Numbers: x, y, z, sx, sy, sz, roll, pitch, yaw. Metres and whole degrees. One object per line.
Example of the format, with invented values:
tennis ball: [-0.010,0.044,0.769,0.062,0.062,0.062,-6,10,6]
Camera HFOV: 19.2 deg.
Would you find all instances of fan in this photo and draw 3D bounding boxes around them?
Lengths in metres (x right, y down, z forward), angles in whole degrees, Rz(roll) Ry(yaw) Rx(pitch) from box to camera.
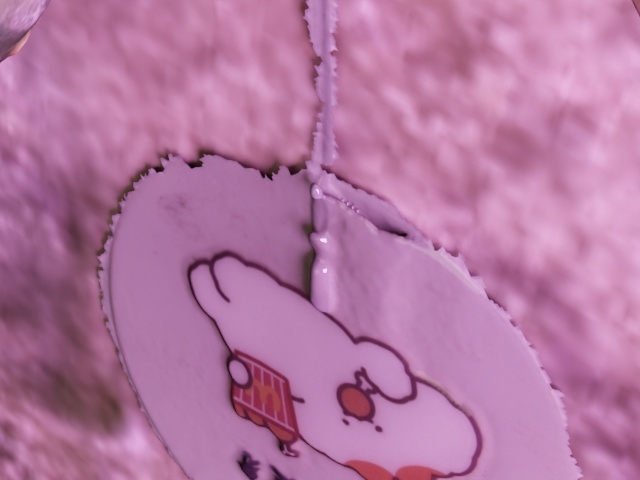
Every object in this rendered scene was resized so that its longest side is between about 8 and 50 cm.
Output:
fan: [-0.001,0.000,0.555,0.191,0.009,0.329,26,135,28]

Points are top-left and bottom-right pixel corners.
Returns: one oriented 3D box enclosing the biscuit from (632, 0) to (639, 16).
biscuit: [0.025,-0.219,0.293,0.054,0.094,0.378,-4,116,45]

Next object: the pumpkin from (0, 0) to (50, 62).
pumpkin: [-0.182,-0.137,0.401,0.328,0.257,0.291,12,124,14]
